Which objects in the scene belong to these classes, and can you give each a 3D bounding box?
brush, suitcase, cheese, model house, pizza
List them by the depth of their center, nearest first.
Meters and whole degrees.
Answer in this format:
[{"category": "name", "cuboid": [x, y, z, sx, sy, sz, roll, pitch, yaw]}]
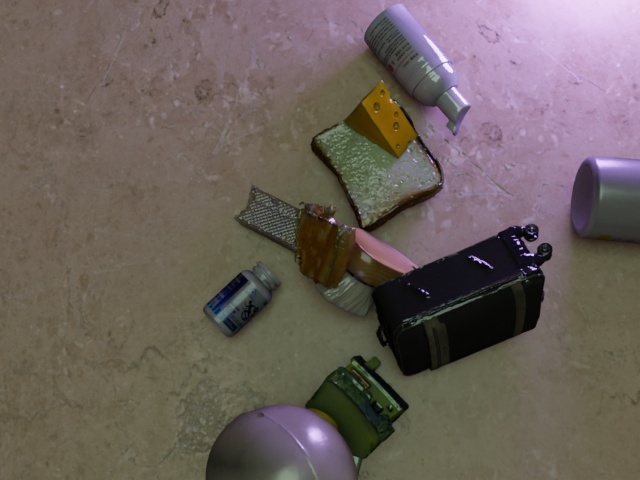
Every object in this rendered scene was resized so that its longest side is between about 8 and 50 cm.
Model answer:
[{"category": "suitcase", "cuboid": [0.338, 0.154, 1.660, 0.433, 0.283, 0.194, -21, 55, -2]}, {"category": "model house", "cuboid": [0.116, 0.374, 1.667, 0.194, 0.170, 0.211, 43, 44, 16]}, {"category": "pizza", "cuboid": [-0.001, 0.000, 1.689, 0.071, 0.297, 0.189, 6, 105, -27]}, {"category": "brush", "cuboid": [0.128, 0.096, 1.754, 0.266, 0.174, 0.166, 26, 111, -22]}, {"category": "cheese", "cuboid": [0.166, -0.299, 1.791, 0.171, 0.126, 0.093, 44, 69, -7]}]

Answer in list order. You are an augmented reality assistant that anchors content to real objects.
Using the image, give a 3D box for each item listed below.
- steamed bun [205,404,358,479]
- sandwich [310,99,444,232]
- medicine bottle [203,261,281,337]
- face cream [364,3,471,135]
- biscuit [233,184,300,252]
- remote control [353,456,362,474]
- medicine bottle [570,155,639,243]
[{"category": "steamed bun", "cuboid": [-0.088, 0.529, 1.543, 0.333, 0.373, 0.334, 7, 78, -33]}, {"category": "sandwich", "cuboid": [0.154, -0.204, 1.848, 0.271, 0.099, 0.301, -27, 74, -9]}, {"category": "medicine bottle", "cuboid": [-0.195, 0.146, 1.769, 0.191, 0.107, 0.107, -43, 78, -8]}, {"category": "face cream", "cuboid": [0.283, -0.453, 1.881, 0.145, 0.145, 0.370, -36, 79, -7]}, {"category": "biscuit", "cuboid": [-0.102, -0.048, 1.838, 0.238, 0.062, 0.108, 27, 77, 7]}, {"category": "remote control", "cuboid": [0.042, 0.561, 1.692, 0.098, 0.038, 0.234, 16, 76, 5]}, {"category": "medicine bottle", "cuboid": [0.820, -0.094, 1.737, 0.339, 0.208, 0.209, 6, 76, 3]}]
